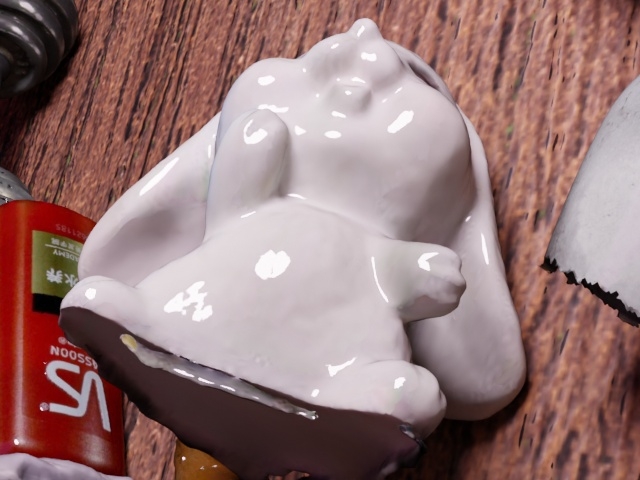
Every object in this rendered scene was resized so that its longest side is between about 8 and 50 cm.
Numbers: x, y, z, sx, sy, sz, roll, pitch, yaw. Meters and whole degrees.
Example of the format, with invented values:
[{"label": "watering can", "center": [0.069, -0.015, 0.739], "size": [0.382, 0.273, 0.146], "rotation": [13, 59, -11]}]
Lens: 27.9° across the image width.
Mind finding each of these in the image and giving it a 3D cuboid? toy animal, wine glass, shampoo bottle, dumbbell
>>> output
[{"label": "toy animal", "center": [0.007, 0.016, 0.742], "size": [0.249, 0.174, 0.289], "rotation": [38, 65, 18]}, {"label": "wine glass", "center": [0.209, -0.063, 0.609], "size": [0.241, 0.126, 0.126], "rotation": [-57, 37, 3]}, {"label": "shampoo bottle", "center": [-0.206, 0.111, 0.993], "size": [0.076, 0.118, 0.314], "rotation": [-34, 45, 26]}, {"label": "dumbbell", "center": [-0.328, -0.107, 1.220], "size": [0.179, 0.179, 0.406], "rotation": [-29, 49, 36]}]

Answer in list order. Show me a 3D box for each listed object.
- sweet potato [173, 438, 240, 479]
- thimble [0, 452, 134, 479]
[{"label": "sweet potato", "center": [-0.016, 0.229, 0.709], "size": [0.112, 0.112, 0.359], "rotation": [-49, 42, 17]}, {"label": "thimble", "center": [-0.167, 0.250, 0.762], "size": [0.157, 0.245, 0.217], "rotation": [-41, 20, 27]}]
